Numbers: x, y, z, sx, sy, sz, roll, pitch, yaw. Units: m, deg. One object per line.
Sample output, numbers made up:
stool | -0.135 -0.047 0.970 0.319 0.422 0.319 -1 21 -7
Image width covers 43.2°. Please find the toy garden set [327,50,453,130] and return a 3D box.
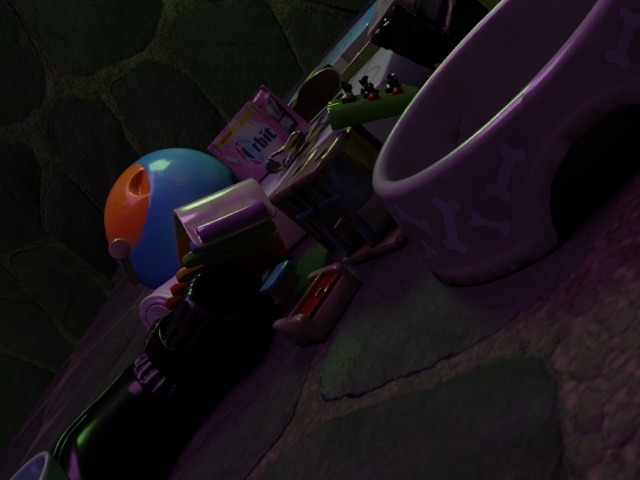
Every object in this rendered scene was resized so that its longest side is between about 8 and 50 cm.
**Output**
toy garden set | 0.106 -0.188 0.974 0.204 0.049 0.244 -13 12 3

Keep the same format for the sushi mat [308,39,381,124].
sushi mat | 0.096 -0.317 1.544 0.316 0.019 0.151 -50 -24 0

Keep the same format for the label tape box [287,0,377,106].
label tape box | 0.053 -0.363 1.798 0.348 0.115 0.249 -45 13 32

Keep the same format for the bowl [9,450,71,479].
bowl | -0.286 0.370 0.739 0.311 0.163 0.311 -47 12 14

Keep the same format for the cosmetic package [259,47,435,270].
cosmetic package | 0.024 -0.155 1.342 0.377 0.097 0.284 -43 12 30

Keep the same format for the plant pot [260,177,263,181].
plant pot | -0.076 -0.184 1.643 0.237 0.109 0.237 -23 18 8

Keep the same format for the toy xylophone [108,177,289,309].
toy xylophone | -0.166 0.020 1.161 0.236 0.081 0.322 -26 -15 -7

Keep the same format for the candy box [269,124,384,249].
candy box | 0.025 -0.067 1.048 0.187 0.109 0.053 -33 22 51

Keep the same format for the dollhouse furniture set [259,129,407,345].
dollhouse furniture set | 0.000 0.000 0.895 0.183 0.129 0.129 -55 14 -25

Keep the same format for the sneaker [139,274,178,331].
sneaker | -0.208 0.090 1.459 0.305 0.114 0.152 -35 6 37

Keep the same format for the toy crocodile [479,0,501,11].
toy crocodile | 0.275 -0.411 1.172 0.105 0.115 0.340 -44 11 45

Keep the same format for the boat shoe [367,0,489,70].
boat shoe | 0.178 -0.369 1.210 0.127 0.158 0.340 -47 20 49

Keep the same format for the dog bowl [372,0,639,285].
dog bowl | 0.183 -0.127 0.706 0.349 0.102 0.348 -46 14 15

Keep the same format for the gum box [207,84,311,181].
gum box | -0.107 -0.180 1.401 0.188 0.107 0.062 -33 20 56

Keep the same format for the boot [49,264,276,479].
boot | -0.196 0.188 1.025 0.260 0.131 0.348 -44 14 25

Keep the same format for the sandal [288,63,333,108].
sandal | -0.018 -0.262 1.500 0.067 0.040 0.179 -46 4 -31

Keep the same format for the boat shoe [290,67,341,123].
boat shoe | -0.012 -0.245 1.394 0.153 0.056 0.048 -51 8 40

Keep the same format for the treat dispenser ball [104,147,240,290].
treat dispenser ball | -0.279 -0.038 1.601 0.288 0.288 0.288 -47 13 14

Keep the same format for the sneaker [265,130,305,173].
sneaker | -0.052 -0.137 1.274 0.083 0.031 0.035 -44 1 8
